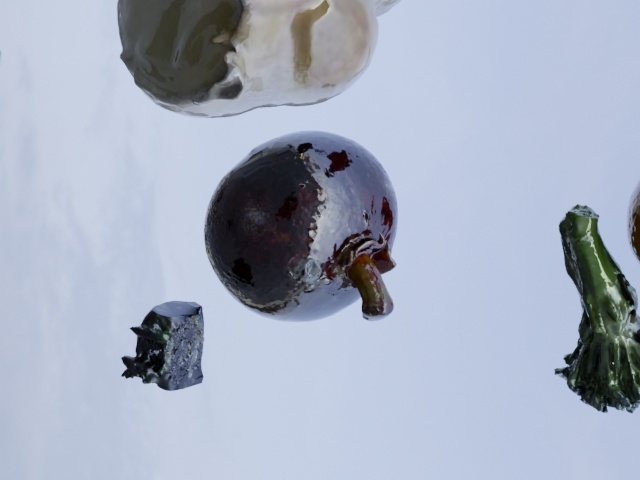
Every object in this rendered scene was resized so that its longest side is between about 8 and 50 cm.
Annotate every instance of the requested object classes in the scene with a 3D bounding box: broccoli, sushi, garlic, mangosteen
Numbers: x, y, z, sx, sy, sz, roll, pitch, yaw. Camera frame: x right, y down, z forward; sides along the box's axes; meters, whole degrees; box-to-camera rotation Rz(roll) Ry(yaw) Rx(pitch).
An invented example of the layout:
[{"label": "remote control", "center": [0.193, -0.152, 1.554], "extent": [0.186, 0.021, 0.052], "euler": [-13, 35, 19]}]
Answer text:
[{"label": "broccoli", "center": [0.396, 0.093, 1.279], "extent": [0.165, 0.146, 0.304], "euler": [16, -54, 64]}, {"label": "sushi", "center": [-0.163, 0.112, 0.952], "extent": [0.056, 0.085, 0.083], "euler": [27, -72, 29]}, {"label": "garlic", "center": [-0.011, -0.212, 0.502], "extent": [0.203, 0.185, 0.281], "euler": [43, -50, 40]}, {"label": "mangosteen", "center": [0.000, 0.000, 1.020], "extent": [0.261, 0.235, 0.235], "euler": [38, -53, 37]}]

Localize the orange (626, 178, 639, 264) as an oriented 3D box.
[{"label": "orange", "center": [0.519, -0.057, 1.209], "extent": [0.158, 0.237, 0.179], "euler": [59, 7, -11]}]

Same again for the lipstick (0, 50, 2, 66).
[{"label": "lipstick", "center": [-0.484, -0.146, 1.219], "extent": [0.079, 0.077, 0.252], "euler": [140, -45, -56]}]
